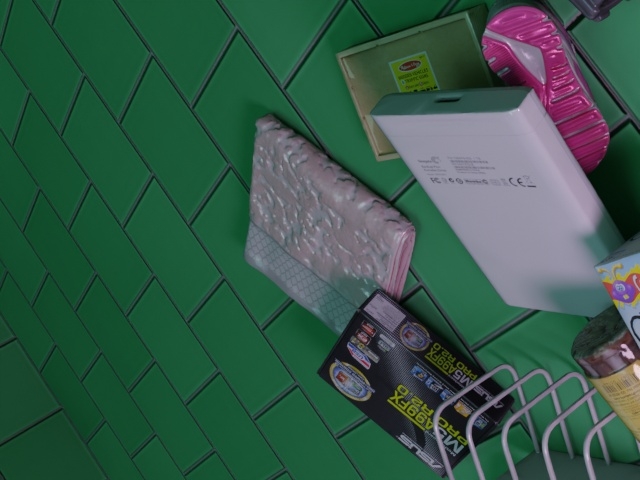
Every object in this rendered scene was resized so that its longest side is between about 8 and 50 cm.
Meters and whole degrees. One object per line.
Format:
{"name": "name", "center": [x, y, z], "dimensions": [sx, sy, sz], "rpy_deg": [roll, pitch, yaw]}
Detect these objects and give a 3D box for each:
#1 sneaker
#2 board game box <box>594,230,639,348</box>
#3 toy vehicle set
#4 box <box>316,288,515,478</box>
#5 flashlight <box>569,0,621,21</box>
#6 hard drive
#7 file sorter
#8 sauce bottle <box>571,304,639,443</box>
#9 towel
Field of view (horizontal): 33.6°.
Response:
{"name": "sneaker", "center": [0.261, -0.182, 1.220], "dimensions": [0.103, 0.111, 0.252], "rpy_deg": [-16, 125, 18]}
{"name": "board game box", "center": [0.447, 0.101, 1.142], "dimensions": [0.144, 0.142, 0.275], "rpy_deg": [-28, 92, 56]}
{"name": "toy vehicle set", "center": [0.140, -0.201, 1.404], "dimensions": [0.267, 0.035, 0.166], "rpy_deg": [-5, 111, 53]}
{"name": "box", "center": [0.142, 0.227, 1.656], "dimensions": [0.270, 0.060, 0.216], "rpy_deg": [40, 142, 8]}
{"name": "flashlight", "center": [0.224, -0.370, 1.115], "dimensions": [0.304, 0.103, 0.103], "rpy_deg": [50, 148, 12]}
{"name": "hard drive", "center": [0.236, -0.038, 1.274], "dimensions": [0.233, 0.047, 0.353], "rpy_deg": [6, 142, 50]}
{"name": "file sorter", "center": [0.316, 0.279, 1.403], "dimensions": [0.277, 0.193, 0.173], "rpy_deg": [-2, 110, 53]}
{"name": "sauce bottle", "center": [0.434, 0.229, 1.249], "dimensions": [0.344, 0.111, 0.111], "rpy_deg": [52, 147, -9]}
{"name": "towel", "center": [0.000, 0.000, 1.722], "dimensions": [0.332, 0.053, 0.317], "rpy_deg": [39, 141, 27]}
